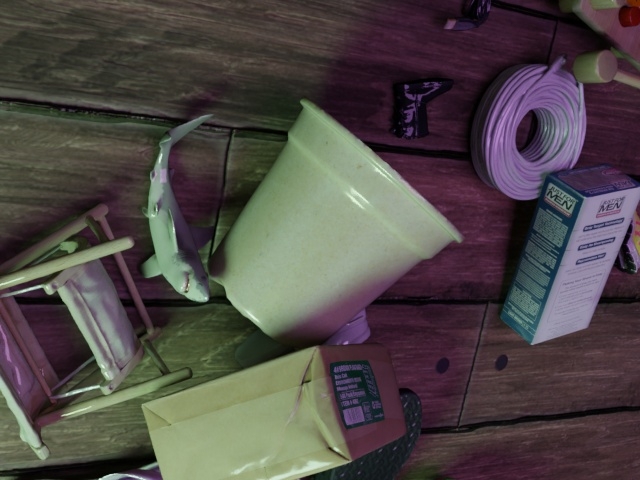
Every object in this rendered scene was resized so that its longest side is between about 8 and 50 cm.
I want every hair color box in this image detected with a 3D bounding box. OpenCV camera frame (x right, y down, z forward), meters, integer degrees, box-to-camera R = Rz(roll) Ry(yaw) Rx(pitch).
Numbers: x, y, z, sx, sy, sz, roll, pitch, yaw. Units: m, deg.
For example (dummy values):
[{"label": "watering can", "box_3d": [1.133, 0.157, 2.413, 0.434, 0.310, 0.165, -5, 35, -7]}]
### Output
[{"label": "hair color box", "box_3d": [0.494, 0.028, 1.801, 0.174, 0.105, 0.347, -11, 128, -32]}]

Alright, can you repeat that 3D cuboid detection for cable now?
[{"label": "cable", "box_3d": [0.394, -0.208, 1.717, 0.257, 0.089, 0.257, -30, 122, -21]}]

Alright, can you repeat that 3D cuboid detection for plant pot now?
[{"label": "plant pot", "box_3d": [0.000, 0.000, 1.414, 0.305, 0.334, 0.334, -49, 126, 3]}]

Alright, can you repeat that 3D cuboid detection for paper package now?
[{"label": "paper package", "box_3d": [-0.055, 0.273, 1.376, 0.325, 0.310, 0.168, 15, 55, -69]}]

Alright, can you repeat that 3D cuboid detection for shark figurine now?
[{"label": "shark figurine", "box_3d": [-0.207, -0.042, 1.380, 0.116, 0.166, 0.278, -5, 86, -38]}]

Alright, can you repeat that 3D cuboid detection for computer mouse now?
[{"label": "computer mouse", "box_3d": [0.201, -0.450, 1.525, 0.262, 0.060, 0.184, -7, 106, -44]}]

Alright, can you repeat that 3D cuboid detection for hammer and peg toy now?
[{"label": "hammer and peg toy", "box_3d": [0.570, -0.432, 1.698, 0.266, 0.127, 0.361, 25, 82, -37]}]

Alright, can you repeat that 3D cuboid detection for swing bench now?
[{"label": "swing bench", "box_3d": [-0.360, 0.126, 1.298, 0.255, 0.165, 0.253, -27, 120, -17]}]

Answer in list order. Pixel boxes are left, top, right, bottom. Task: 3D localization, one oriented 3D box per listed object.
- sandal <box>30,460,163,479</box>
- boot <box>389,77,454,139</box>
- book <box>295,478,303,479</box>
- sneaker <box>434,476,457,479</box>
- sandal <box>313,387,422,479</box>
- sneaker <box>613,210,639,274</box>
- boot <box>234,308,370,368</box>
[{"label": "sandal", "box_3d": [-0.299, 0.428, 1.414, 0.417, 0.102, 0.169, -3, 65, -25]}, {"label": "boot", "box_3d": [0.180, -0.232, 1.594, 0.121, 0.045, 0.099, -12, 111, -22]}, {"label": "book", "box_3d": [-0.102, 0.444, 1.657, 0.096, 0.035, 0.144, -46, 125, -8]}, {"label": "sneaker", "box_3d": [0.154, 0.689, 1.784, 0.483, 0.202, 0.185, -45, 160, -10]}, {"label": "sandal", "box_3d": [0.046, 0.452, 1.727, 0.168, 0.107, 0.445, 11, 113, -37]}, {"label": "sneaker", "box_3d": [0.672, -0.030, 1.975, 0.094, 0.081, 0.208, -40, 131, -24]}, {"label": "boot", "box_3d": [-0.019, 0.183, 1.576, 0.258, 0.095, 0.123, -30, 114, -23]}]
